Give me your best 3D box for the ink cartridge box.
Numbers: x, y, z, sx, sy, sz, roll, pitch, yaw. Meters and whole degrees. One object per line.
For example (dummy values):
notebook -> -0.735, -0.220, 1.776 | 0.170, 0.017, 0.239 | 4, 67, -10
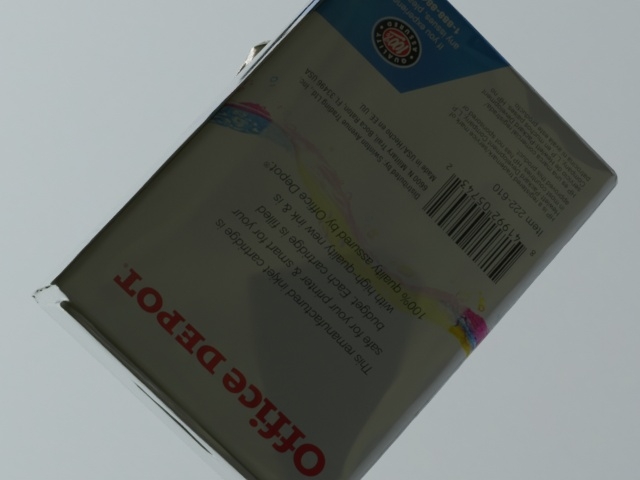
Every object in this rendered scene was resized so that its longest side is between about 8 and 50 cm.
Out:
ink cartridge box -> 0.000, 0.000, 0.488 | 0.122, 0.088, 0.052 | -48, -171, -15

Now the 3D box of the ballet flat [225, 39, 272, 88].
ballet flat -> -0.069, -0.082, 1.466 | 0.168, 0.057, 0.052 | -61, -176, 34
